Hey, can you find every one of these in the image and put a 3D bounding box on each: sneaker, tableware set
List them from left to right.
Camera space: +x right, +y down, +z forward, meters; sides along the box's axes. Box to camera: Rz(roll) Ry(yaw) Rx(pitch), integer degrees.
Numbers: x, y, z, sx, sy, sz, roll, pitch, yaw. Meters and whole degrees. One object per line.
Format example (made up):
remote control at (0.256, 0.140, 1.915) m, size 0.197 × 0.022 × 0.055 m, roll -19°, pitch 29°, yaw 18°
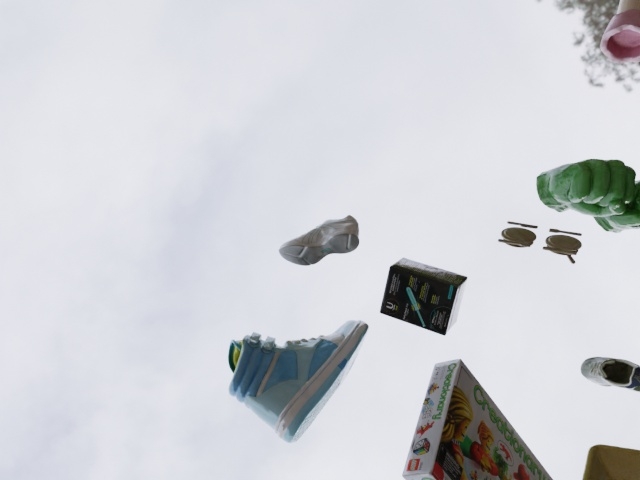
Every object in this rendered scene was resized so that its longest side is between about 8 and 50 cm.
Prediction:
sneaker at (-0.050, 0.212, 1.222) m, size 0.208 × 0.127 × 0.319 m, roll 29°, pitch -143°, yaw 15°
sneaker at (0.000, 0.000, 1.097) m, size 0.053 × 0.152 × 0.061 m, roll 57°, pitch -150°, yaw -36°
tableware set at (0.549, 0.008, 1.612) m, size 0.128 × 0.194 × 0.039 m, roll -43°, pitch -42°, yaw -53°
sneaker at (0.601, 0.267, 1.331) m, size 0.086 × 0.192 × 0.064 m, roll 28°, pitch -99°, yaw -23°

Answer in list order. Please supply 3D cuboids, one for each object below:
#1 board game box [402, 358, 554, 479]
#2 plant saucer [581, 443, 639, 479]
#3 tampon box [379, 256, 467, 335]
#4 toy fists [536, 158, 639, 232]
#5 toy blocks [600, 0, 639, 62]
board game box at (0.239, 0.344, 0.919) m, size 0.305 × 0.053 × 0.193 m, roll 51°, pitch -140°, yaw -20°
plant saucer at (0.676, 0.529, 1.232) m, size 0.333 × 0.333 × 0.081 m, roll -28°, pitch -66°, yaw -58°
tampon box at (0.236, 0.124, 1.474) m, size 0.101 × 0.161 × 0.120 m, roll -22°, pitch -53°, yaw -62°
toy fists at (0.540, -0.077, 1.185) m, size 0.279 × 0.142 × 0.096 m, roll 17°, pitch -110°, yaw -25°
toy blocks at (0.551, -0.218, 0.786) m, size 0.309 × 0.288 × 0.260 m, roll 30°, pitch -116°, yaw -15°
